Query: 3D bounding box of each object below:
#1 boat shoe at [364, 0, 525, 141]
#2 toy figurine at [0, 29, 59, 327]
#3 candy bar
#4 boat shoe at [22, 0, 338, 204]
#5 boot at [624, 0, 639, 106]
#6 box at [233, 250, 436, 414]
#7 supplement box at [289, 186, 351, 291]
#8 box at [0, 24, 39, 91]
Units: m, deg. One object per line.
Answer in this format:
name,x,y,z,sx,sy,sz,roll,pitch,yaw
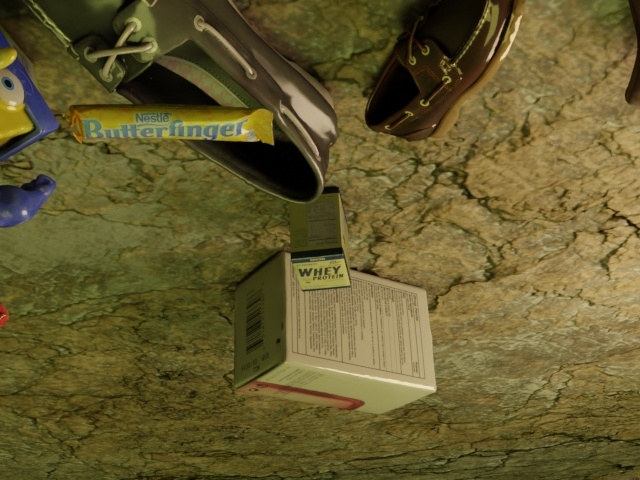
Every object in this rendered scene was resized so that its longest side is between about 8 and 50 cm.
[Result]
boat shoe,0.093,-0.145,0.685,0.073,0.073,0.207,3,151,-15
toy figurine,-0.295,-0.106,0.570,0.191,0.217,0.363,-26,101,28
candy bar,-0.115,-0.089,0.654,0.161,0.018,0.040,1,149,3
boat shoe,-0.099,-0.130,0.670,0.112,0.096,0.335,-23,146,32
boot,0.263,-0.166,0.643,0.248,0.090,0.207,-5,150,-3
box,0.017,0.125,1.098,0.232,0.149,0.127,17,146,-31
supplement box,0.000,0.000,0.932,0.056,0.083,0.083,-6,151,6
box,-0.330,-0.124,0.672,0.178,0.042,0.109,-23,150,2
